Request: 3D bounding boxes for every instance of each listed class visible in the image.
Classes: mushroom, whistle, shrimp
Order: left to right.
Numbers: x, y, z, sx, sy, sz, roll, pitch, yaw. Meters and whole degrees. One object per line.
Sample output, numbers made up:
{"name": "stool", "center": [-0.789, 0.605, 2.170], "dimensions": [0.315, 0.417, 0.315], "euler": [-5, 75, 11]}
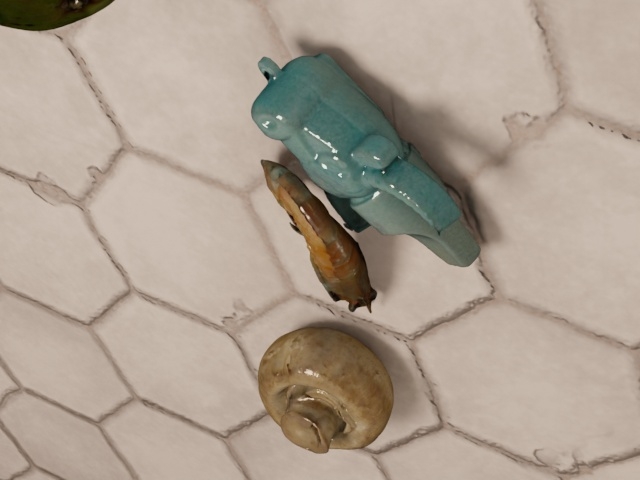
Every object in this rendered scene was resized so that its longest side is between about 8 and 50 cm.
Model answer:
{"name": "mushroom", "center": [0.001, 0.176, 1.236], "dimensions": [0.166, 0.127, 0.166], "euler": [16, 131, 20]}
{"name": "shrimp", "center": [0.002, -0.001, 1.093], "dimensions": [0.143, 0.052, 0.251], "euler": [51, 171, 35]}
{"name": "whistle", "center": [0.043, -0.071, 0.987], "dimensions": [0.274, 0.093, 0.186], "euler": [43, 166, -16]}

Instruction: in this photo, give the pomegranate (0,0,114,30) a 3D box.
{"name": "pomegranate", "center": [-0.253, -0.291, 0.905], "dimensions": [0.225, 0.187, 0.187], "euler": [57, 140, 8]}
